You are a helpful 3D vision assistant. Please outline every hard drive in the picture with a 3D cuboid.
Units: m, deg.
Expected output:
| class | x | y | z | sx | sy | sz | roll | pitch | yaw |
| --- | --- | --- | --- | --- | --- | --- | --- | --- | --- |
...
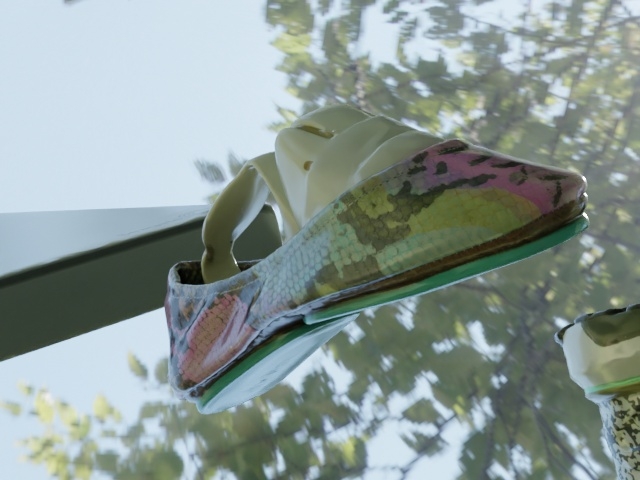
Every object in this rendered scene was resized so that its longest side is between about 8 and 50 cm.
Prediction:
| class | x | y | z | sx | sy | sz | roll | pitch | yaw |
| --- | --- | --- | --- | --- | --- | --- | --- | --- | --- |
| hard drive | -0.226 | 0.023 | 0.974 | 0.233 | 0.353 | 0.047 | -18 | -78 | -41 |

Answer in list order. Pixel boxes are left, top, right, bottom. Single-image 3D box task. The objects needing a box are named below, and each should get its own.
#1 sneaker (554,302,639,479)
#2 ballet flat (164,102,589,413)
| class | x | y | z | sx | sy | sz | roll | pitch | yaw |
| --- | --- | --- | --- | --- | --- | --- | --- | --- | --- |
| sneaker | 0.357 | 0.108 | 0.960 | 0.410 | 0.158 | 0.182 | -12 | -97 | 35 |
| ballet flat | 0.000 | 0.000 | 0.531 | 0.077 | 0.221 | 0.079 | -18 | -98 | -37 |
